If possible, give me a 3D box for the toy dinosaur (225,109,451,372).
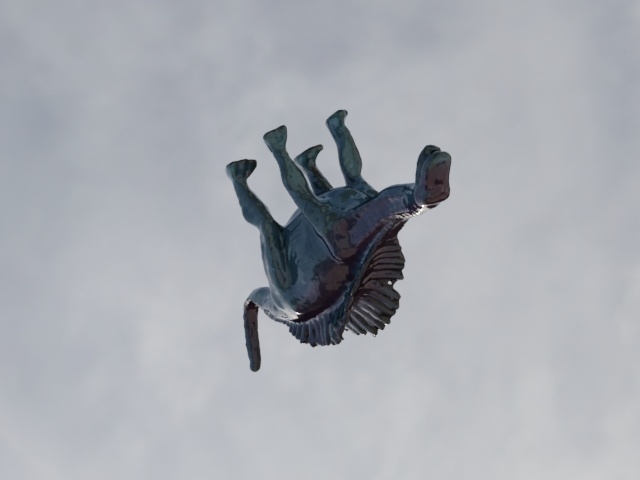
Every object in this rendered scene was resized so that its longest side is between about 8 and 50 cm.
[{"bbox_3d":[0.000,0.000,0.742,0.045,0.197,0.080,-17,-105,-29],"label":"toy dinosaur"}]
